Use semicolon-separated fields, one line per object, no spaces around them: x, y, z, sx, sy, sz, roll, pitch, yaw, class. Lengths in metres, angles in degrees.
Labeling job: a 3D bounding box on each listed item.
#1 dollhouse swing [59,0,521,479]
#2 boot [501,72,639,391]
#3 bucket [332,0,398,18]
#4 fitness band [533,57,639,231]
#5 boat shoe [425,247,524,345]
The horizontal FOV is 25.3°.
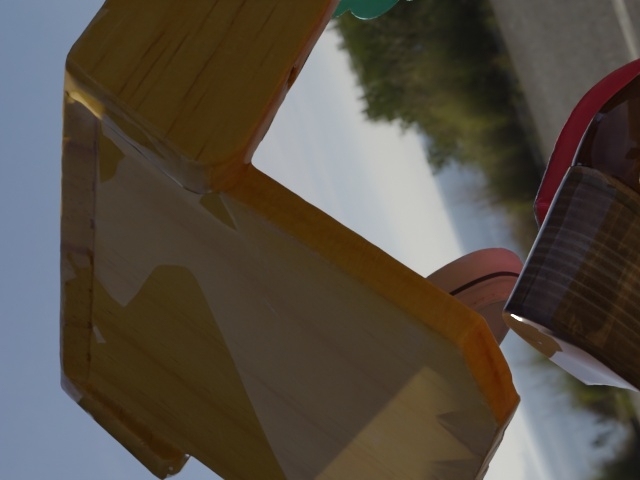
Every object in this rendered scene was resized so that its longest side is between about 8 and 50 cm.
0.000;0.000;0.946;0.347;0.305;0.315;103;-169;-51;dollhouse swing
0.241;0.014;0.700;0.283;0.220;0.109;35;170;-14;boot
0.026;-0.360;1.305;0.183;0.281;0.281;-63;-39;-40;bucket
0.252;-0.045;0.900;0.291;0.209;0.054;-59;-40;-48;fitness band
0.070;0.122;1.066;0.096;0.267;0.088;23;-152;-41;boat shoe
